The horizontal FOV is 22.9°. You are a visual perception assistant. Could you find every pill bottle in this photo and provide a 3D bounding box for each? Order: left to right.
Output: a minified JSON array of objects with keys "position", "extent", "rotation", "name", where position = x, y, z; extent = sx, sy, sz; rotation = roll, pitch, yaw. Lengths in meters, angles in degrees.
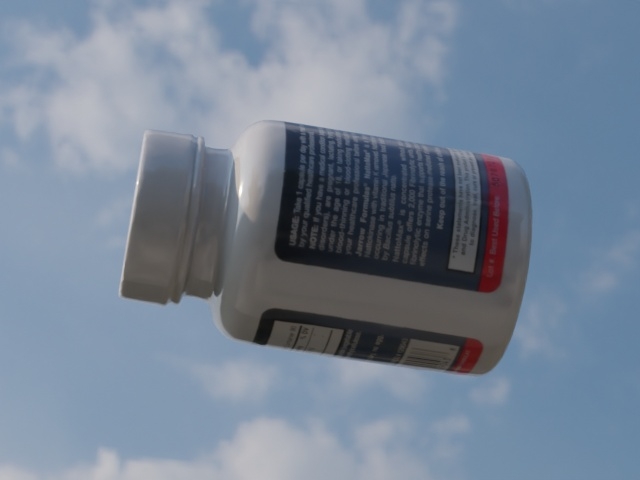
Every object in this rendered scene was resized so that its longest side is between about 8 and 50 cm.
[{"position":[0.000,0.000,0.745],"extent":[0.180,0.108,0.108],"rotation":[9,-35,-8],"name":"pill bottle"}]
